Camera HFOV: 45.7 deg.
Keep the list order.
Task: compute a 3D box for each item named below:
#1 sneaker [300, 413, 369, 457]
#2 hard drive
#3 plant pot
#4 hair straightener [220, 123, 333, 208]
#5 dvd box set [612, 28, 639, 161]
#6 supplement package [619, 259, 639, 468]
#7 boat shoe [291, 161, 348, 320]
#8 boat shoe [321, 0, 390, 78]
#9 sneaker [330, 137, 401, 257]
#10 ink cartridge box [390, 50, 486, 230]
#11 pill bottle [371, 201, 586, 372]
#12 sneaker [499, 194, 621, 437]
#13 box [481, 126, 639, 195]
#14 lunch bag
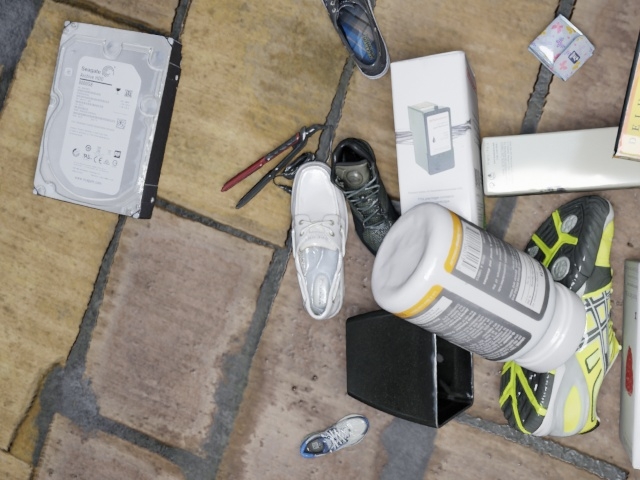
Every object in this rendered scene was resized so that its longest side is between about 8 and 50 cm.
[{"bbox_3d":[0.023,0.347,1.319,0.135,0.058,0.052,-29,83,13],"label":"sneaker"},{"bbox_3d":[-0.401,-0.227,1.432,0.237,0.064,0.339,14,93,14],"label":"hard drive"},{"bbox_3d":[0.140,0.186,1.231,0.167,0.188,0.187,-2,90,27],"label":"plant pot"},{"bbox_3d":[-0.064,-0.126,1.358,0.230,0.047,0.089,-36,103,7],"label":"hair straightener"},{"bbox_3d":[0.508,-0.185,0.669,0.420,0.062,0.308,12,94,16],"label":"dvd box set"},{"bbox_3d":[0.543,0.177,1.116,0.175,0.177,0.293,2,90,15],"label":"supplement package"},{"bbox_3d":[0.000,0.000,1.299,0.098,0.096,0.277,-6,91,6],"label":"boat shoe"},{"bbox_3d":[0.050,-0.385,1.300,0.080,0.076,0.228,-22,85,14],"label":"boat shoe"},{"bbox_3d":[0.075,-0.066,1.269,0.087,0.130,0.228,-19,87,16],"label":"sneaker"},{"bbox_3d":[0.192,-0.137,1.199,0.114,0.198,0.273,-5,88,16],"label":"ink cartridge box"},{"bbox_3d":[0.222,0.073,1.057,0.278,0.162,0.162,28,99,-21],"label":"pill bottle"},{"bbox_3d":[0.395,0.119,1.198,0.147,0.145,0.385,17,87,-22],"label":"sneaker"},{"bbox_3d":[0.396,-0.122,1.191,0.275,0.113,0.094,-2,90,16],"label":"box"},{"bbox_3d":[0.389,-0.309,1.222,0.083,0.053,0.071,45,102,1],"label":"lunch bag"}]
